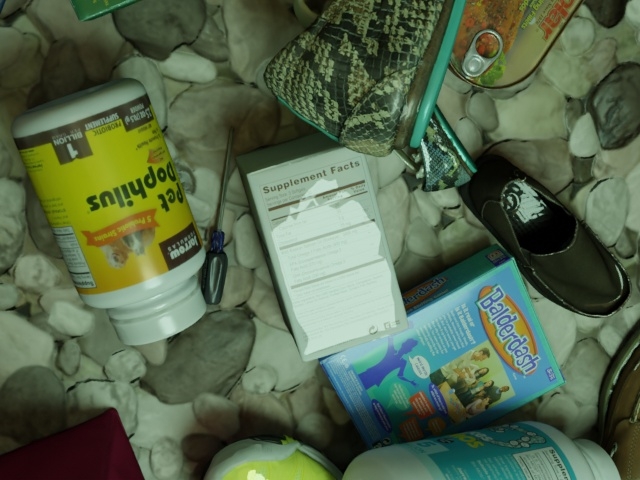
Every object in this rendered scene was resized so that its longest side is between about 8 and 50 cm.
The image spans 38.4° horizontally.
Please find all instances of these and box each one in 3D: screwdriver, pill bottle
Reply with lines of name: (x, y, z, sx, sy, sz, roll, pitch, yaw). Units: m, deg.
screwdriver: (-0.094, -0.023, 0.865, 0.024, 0.025, 0.169, 6, 94, -11)
pill bottle: (-0.173, -0.023, 0.794, 0.117, 0.117, 0.214, -20, 107, -5)
pill bottle: (0.159, 0.252, 0.871, 0.264, 0.146, 0.146, -2, 105, -30)

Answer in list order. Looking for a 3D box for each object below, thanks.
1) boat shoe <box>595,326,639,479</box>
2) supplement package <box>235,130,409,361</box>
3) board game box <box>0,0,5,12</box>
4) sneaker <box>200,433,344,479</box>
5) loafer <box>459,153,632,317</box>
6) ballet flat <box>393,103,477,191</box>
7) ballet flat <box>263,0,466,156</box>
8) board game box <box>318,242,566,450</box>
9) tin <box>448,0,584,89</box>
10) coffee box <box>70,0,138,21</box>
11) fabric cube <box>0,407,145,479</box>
boat shoe: (0.344, 0.228, 0.955, 0.111, 0.104, 0.307, 14, 101, -13)
supplement package: (0.000, 0.000, 0.837, 0.105, 0.105, 0.179, -17, 106, -6)
board game box: (-0.366, -0.319, 0.703, 0.308, 0.086, 0.301, 23, 98, -15)
sneaker: (0.008, 0.354, 0.897, 0.145, 0.147, 0.384, -28, 110, -2)
loafer: (0.225, 0.008, 0.893, 0.220, 0.078, 0.080, 38, 95, -16)
ballet flat: (0.076, -0.124, 0.845, 0.070, 0.070, 0.188, -31, 104, -2)
ballet flat: (0.093, -0.307, 0.741, 0.182, 0.164, 0.482, 26, 86, 5)
board game box: (0.119, 0.122, 0.912, 0.210, 0.047, 0.160, -27, 113, -2)
tin: (0.184, -0.228, 0.851, 0.106, 0.040, 0.189, 33, 96, -12)
coffee box: (-0.118, -0.232, 0.756, 0.184, 0.113, 0.040, -23, 108, -2)
fabric cube: (-0.251, 0.345, 0.799, 0.259, 0.258, 0.254, -21, 106, -4)
